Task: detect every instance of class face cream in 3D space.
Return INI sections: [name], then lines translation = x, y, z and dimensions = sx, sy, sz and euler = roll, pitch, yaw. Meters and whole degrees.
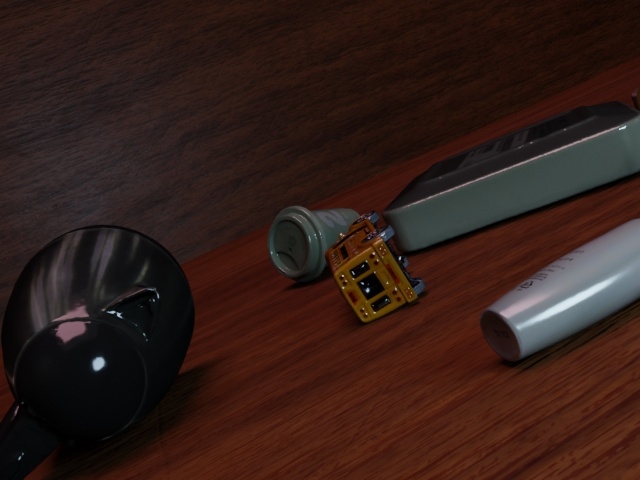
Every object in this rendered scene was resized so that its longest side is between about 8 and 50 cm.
[face cream]
translation = 0.201, 0.029, 0.579
dimensions = 0.182, 0.051, 0.072
euler = -26, 7, -20

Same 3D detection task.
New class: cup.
[cup]
translation = 0.000, 0.000, 1.244
dimensions = 0.141, 0.120, 0.120
euler = -10, -4, -43

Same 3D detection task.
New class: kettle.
[kettle]
translation = -0.252, 0.113, 0.807
dimensions = 0.250, 0.207, 0.271
euler = -17, 14, -7

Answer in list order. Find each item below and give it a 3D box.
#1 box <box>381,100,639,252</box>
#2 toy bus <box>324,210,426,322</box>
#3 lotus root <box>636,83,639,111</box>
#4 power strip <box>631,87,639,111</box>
[box]
translation = 0.294, -0.111, 1.189
dimensions = 0.373, 0.090, 0.367
euler = -21, 8, 18
[toy bus]
translation = 0.055, 0.028, 0.913
dimensions = 0.088, 0.083, 0.194
euler = -32, 9, 3
[lotus root]
translation = 0.499, -0.200, 1.059
dimensions = 0.125, 0.118, 0.221
euler = -15, 13, -7
[power strip]
translation = 0.559, -0.220, 1.207
dimensions = 0.154, 0.078, 0.154
euler = -26, 7, 4
